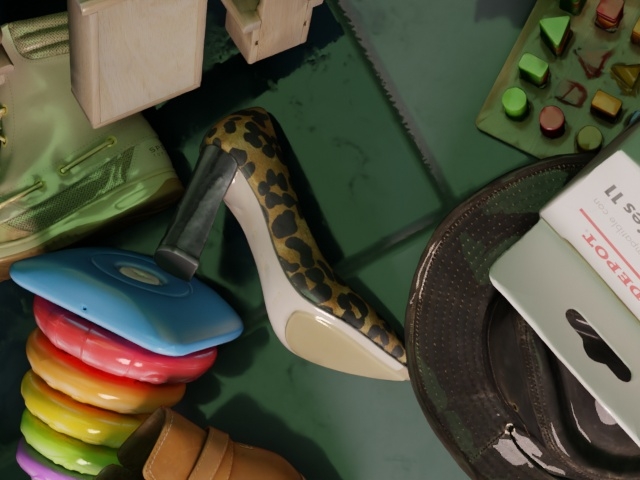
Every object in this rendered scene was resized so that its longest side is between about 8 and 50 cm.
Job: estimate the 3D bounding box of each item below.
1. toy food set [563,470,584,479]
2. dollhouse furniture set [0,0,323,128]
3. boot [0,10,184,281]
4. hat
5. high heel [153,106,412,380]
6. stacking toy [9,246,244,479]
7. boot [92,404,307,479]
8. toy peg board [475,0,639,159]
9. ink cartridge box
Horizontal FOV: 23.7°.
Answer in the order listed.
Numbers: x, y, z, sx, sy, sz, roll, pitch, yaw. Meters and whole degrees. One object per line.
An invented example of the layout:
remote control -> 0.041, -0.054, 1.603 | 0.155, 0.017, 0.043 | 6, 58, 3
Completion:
toy food set -> 0.222, 0.099, 1.295 | 0.132, 0.038, 0.192 | -25, 93, 13
dollhouse furniture set -> -0.208, -0.299, 1.291 | 0.303, 0.174, 0.355 | -23, 67, -19
boot -> -0.276, -0.080, 1.355 | 0.262, 0.095, 0.203 | -23, 84, 2
hat -> 0.216, 0.101, 1.209 | 0.331, 0.134, 0.331 | 2, 100, 10
high heel -> 0.000, 0.000, 1.326 | 0.261, 0.093, 0.186 | 31, 56, -13
stacking toy -> -0.201, 0.165, 1.314 | 0.175, 0.166, 0.302 | 24, 102, 18
boot -> -0.118, 0.291, 1.247 | 0.220, 0.109, 0.283 | 36, 89, -28
toy peg board -> 0.234, -0.136, 1.282 | 0.160, 0.079, 0.161 | 28, 92, 11
ink cartridge box -> 0.311, -0.020, 1.136 | 0.207, 0.119, 0.353 | 48, 56, 2
